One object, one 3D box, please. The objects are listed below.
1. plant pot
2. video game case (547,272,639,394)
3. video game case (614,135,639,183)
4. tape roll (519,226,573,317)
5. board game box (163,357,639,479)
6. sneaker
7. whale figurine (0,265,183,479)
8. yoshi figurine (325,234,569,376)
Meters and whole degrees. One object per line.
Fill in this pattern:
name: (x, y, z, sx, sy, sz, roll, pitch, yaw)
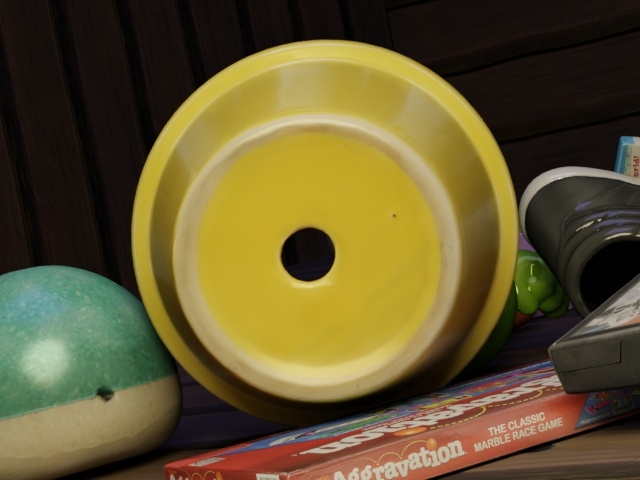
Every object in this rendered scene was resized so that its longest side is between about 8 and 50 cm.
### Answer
plant pot: (0.000, 0.000, 1.177, 0.254, 0.254, 0.239, -11, 3, 3)
video game case: (0.291, -0.004, 0.986, 0.275, 0.035, 0.248, -14, 14, 45)
video game case: (0.297, -0.017, 1.421, 0.166, 0.119, 0.015, 4, 30, -2)
tape roll: (0.171, 0.032, 1.807, 0.189, 0.080, 0.189, -11, 1, 0)
board game box: (0.069, 0.104, 1.065, 0.281, 0.027, 0.145, -13, 3, -31)
sneaker: (0.292, 0.022, 1.349, 0.295, 0.105, 0.147, 5, 27, -3)
whale figurine: (-0.213, 0.093, 1.321, 0.216, 0.141, 0.272, -13, 2, -33)
yoshi figurine: (0.085, 0.041, 1.491, 0.203, 0.204, 0.362, 30, -4, 13)
